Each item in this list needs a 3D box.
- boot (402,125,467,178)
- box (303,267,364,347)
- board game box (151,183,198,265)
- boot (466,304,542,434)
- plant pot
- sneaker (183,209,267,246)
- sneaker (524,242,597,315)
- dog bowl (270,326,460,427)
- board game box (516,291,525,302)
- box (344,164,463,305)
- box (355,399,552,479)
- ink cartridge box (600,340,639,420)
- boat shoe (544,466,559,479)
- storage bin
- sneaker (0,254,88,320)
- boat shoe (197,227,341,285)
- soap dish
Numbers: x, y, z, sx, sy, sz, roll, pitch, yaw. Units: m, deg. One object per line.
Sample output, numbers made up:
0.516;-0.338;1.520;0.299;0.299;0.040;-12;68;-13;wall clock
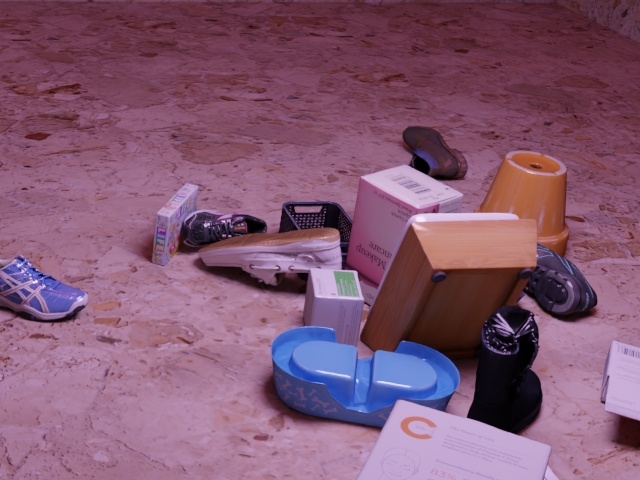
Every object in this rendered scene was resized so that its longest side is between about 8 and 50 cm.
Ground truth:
0.240;-0.212;2.723;0.106;0.082;0.219;-8;33;-36;boot
0.021;0.114;1.971;0.087;0.102;0.101;3;28;-8;box
-0.272;-0.031;2.168;0.026;0.103;0.154;14;27;10;board game box
0.299;0.193;1.785;0.094;0.207;0.246;20;28;22;boot
0.425;-0.077;2.389;0.205;0.187;0.205;7;26;-4;plant pot
-0.177;-0.027;2.194;0.178;0.072;0.077;-12;10;-40;sneaker
0.427;0.061;2.244;0.106;0.101;0.267;4;31;-39;sneaker
0.065;0.220;1.808;0.297;0.074;0.166;9;26;1;dog bowl
0.294;0.038;2.166;0.170;0.048;0.141;42;7;-34;board game box
0.145;0.002;2.089;0.127;0.232;0.149;-17;36;-42;box
0.136;0.375;1.410;0.215;0.168;0.345;16;28;14;box
0.597;0.276;1.883;0.275;0.060;0.239;15;28;11;ink cartridge box
0.306;0.367;1.594;0.076;0.080;0.228;-18;36;-14;boat shoe
0.000;0.000;2.216;0.122;0.084;0.180;-2;27;-21;storage bin
-0.489;0.074;1.911;0.211;0.081;0.080;11;25;1;sneaker
-0.093;0.039;2.099;0.277;0.096;0.098;-4;15;24;boat shoe
0.215;0.085;1.915;0.229;0.290;0.118;-1;48;-21;soap dish
